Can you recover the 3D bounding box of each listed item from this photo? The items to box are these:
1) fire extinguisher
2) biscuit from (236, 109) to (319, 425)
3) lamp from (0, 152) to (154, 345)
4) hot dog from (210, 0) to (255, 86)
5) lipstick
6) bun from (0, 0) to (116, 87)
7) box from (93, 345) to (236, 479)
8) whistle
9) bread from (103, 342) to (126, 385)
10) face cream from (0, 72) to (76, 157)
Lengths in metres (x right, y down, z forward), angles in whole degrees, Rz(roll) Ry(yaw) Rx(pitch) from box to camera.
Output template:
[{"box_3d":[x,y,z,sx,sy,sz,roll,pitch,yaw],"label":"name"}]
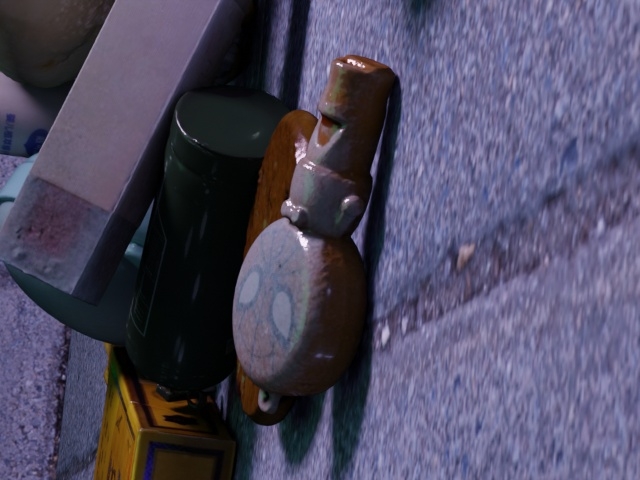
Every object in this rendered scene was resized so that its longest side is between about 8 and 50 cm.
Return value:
[{"box_3d":[-0.088,0.023,1.521,0.114,0.095,0.311,-31,-32,-43],"label":"fire extinguisher"},{"box_3d":[-0.023,0.017,1.317,0.212,0.036,0.212,-172,90,-79],"label":"biscuit"},{"box_3d":[-0.174,0.004,1.707,0.284,0.209,0.147,-26,35,48],"label":"lamp"},{"box_3d":[-0.112,-0.229,1.811,0.268,0.075,0.144,-111,28,-52],"label":"hot dog"},{"box_3d":[-0.124,-0.135,1.474,0.371,0.079,0.076,-64,-12,-4],"label":"lipstick"},{"box_3d":[-0.253,-0.311,1.649,0.365,0.219,0.365,61,180,0],"label":"bun"},{"box_3d":[-0.142,0.218,1.682,0.301,0.084,0.193,-135,53,-76],"label":"box"},{"box_3d":[0.000,0.000,1.157,0.107,0.057,0.220,35,114,58],"label":"whistle"},{"box_3d":[-0.175,0.044,1.972,0.233,0.088,0.161,-110,33,-72],"label":"bread"},{"box_3d":[-0.205,-0.104,1.766,0.077,0.250,0.077,-174,90,-79],"label":"face cream"}]
